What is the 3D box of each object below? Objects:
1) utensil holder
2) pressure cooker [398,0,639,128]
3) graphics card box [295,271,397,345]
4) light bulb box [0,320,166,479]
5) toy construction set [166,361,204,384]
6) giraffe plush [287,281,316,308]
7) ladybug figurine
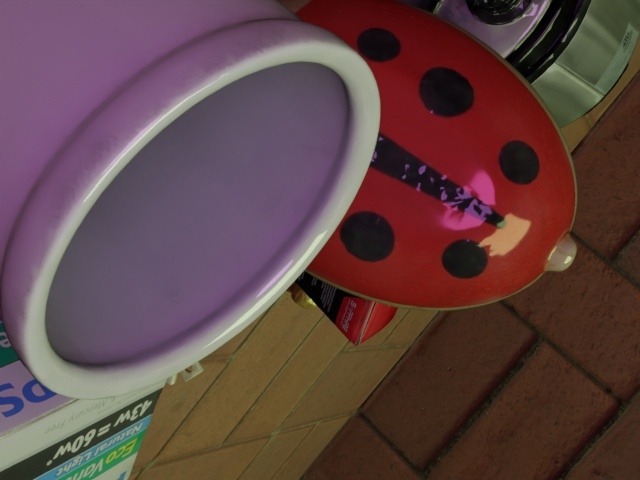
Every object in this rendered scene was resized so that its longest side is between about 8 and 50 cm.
[{"bbox_3d":[-0.197,-0.124,0.673,0.327,0.385,0.328,-39,157,-20],"label":"utensil holder"},{"bbox_3d":[0.198,-0.329,1.054,0.375,0.370,0.420,-11,174,31],"label":"pressure cooker"},{"bbox_3d":[-0.019,-0.067,1.121,0.094,0.371,0.233,-28,150,-34],"label":"graphics card box"},{"bbox_3d":[-0.391,0.110,0.741,0.358,0.361,0.225,-23,148,-47],"label":"light bulb box"},{"bbox_3d":[-0.258,0.121,1.177,0.151,0.215,0.327,-49,169,2],"label":"toy construction set"},{"bbox_3d":[0.000,0.000,1.587,0.210,0.181,0.171,-32,134,-10],"label":"giraffe plush"},{"bbox_3d":[0.058,-0.093,0.844,0.305,0.449,0.162,-64,171,7],"label":"ladybug figurine"}]
